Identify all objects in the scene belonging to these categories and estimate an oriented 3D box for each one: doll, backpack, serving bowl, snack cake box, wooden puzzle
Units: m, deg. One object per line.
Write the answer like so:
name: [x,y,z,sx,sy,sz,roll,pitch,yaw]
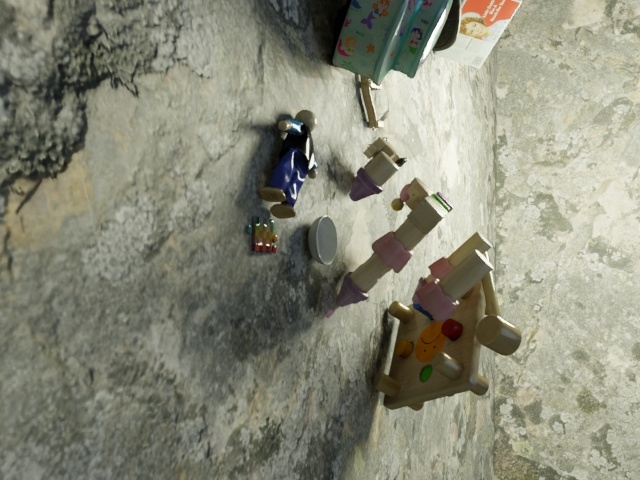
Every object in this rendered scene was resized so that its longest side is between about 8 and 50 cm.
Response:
doll: [-0.039,-0.131,0.884,0.129,0.046,0.189,60,38,-46]
backpack: [0.129,-0.410,1.063,0.254,0.191,0.225,-55,172,-41]
serving bowl: [0.000,0.000,0.978,0.083,0.027,0.084,8,81,-63]
snack cake box: [0.448,-0.635,1.666,0.264,0.152,0.089,116,-12,-61]
wooden puzzle: [-0.082,-0.008,0.833,0.083,0.006,0.050,8,81,-64]

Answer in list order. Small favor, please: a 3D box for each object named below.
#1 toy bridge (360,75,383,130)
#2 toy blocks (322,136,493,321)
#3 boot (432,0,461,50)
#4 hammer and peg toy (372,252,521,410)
toy bridge: [0.106,-0.326,1.219,0.063,0.026,0.188,-16,103,-61]
toy blocks: [0.116,0.011,1.055,0.309,0.260,0.288,47,18,5]
boot: [0.318,-0.739,1.570,0.378,0.138,0.284,66,33,-28]
hammer and peg toy: [0.271,0.190,1.174,0.127,0.361,0.266,32,51,-19]
